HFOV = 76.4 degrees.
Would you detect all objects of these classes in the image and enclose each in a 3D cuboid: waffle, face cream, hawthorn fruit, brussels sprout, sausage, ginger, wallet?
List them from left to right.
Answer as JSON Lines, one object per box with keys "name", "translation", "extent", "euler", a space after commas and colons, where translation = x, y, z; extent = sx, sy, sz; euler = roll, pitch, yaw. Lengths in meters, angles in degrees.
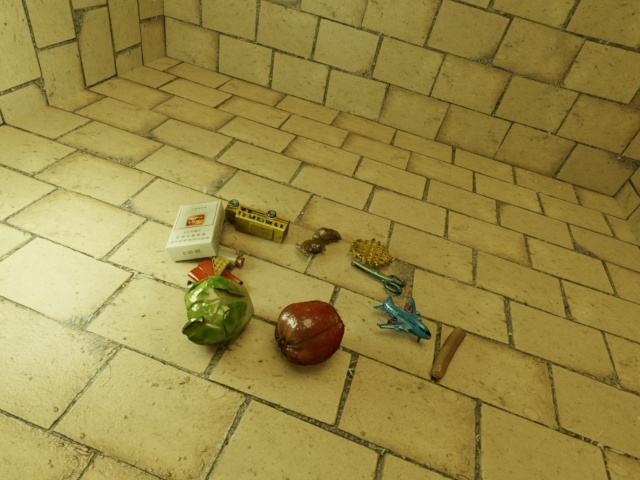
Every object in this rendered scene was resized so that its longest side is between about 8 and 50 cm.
{"name": "waffle", "translation": [-0.466, 0.117, 1.793], "extent": [0.098, 0.023, 0.152], "euler": [18, 32, 2]}
{"name": "wallet", "translation": [-0.462, 0.168, 1.789], "extent": [0.204, 0.045, 0.142], "euler": [32, 42, 19]}
{"name": "brussels sprout", "translation": [-0.398, 0.266, 1.564], "extent": [0.294, 0.227, 0.259], "euler": [-10, 60, -37]}
{"name": "face cream", "translation": [-0.445, 0.078, 1.894], "extent": [0.182, 0.051, 0.072], "euler": [16, 33, 3]}
{"name": "hawthorn fruit", "translation": [-0.045, 0.347, 1.564], "extent": [0.262, 0.258, 0.258], "euler": [-41, 61, -14]}
{"name": "ginger", "translation": [-0.002, 0.001, 2.093], "extent": [0.122, 0.084, 0.290], "euler": [32, 42, 30]}
{"name": "waffle", "translation": [0.261, 0.063, 2.108], "extent": [0.229, 0.051, 0.231], "euler": [-4, 34, -33]}
{"name": "sausage", "translation": [0.542, 0.475, 1.729], "extent": [0.066, 0.065, 0.301], "euler": [33, 41, 20]}

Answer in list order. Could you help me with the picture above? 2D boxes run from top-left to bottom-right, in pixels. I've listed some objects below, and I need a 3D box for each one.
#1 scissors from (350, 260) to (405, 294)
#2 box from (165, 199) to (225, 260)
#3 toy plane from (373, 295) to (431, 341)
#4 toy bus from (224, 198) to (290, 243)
{"name": "scissors", "translation": [0.281, 0.172, 2.013], "extent": [0.289, 0.041, 0.138], "euler": [26, 36, 12]}
{"name": "box", "translation": [-0.582, -0.054, 1.928], "extent": [0.210, 0.095, 0.330], "euler": [-7, 39, 2]}
{"name": "toy plane", "translation": [0.369, 0.349, 1.787], "extent": [0.254, 0.105, 0.271], "euler": [-25, 55, -37]}
{"name": "toy bus", "translation": [-0.330, -0.096, 2.082], "extent": [0.336, 0.121, 0.123], "euler": [17, 47, 1]}
